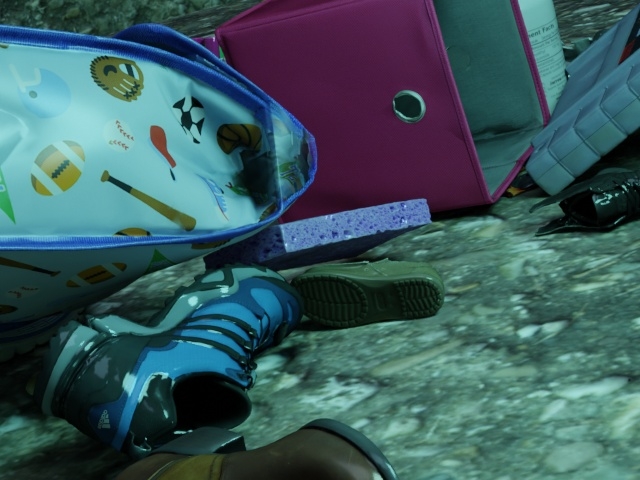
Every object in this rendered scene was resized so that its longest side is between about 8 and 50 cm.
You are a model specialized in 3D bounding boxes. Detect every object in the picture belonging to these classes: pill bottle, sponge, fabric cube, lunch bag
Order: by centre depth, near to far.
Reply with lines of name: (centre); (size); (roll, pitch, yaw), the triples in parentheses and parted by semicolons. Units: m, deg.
lunch bag: (-0.241, -0.051, 1.368); (0.385, 0.239, 0.328); (2, -14, -32)
sponge: (0.000, 0.000, 1.447); (0.210, 0.031, 0.117); (-10, -10, -46)
fabric cube: (0.078, -0.179, 1.686); (0.258, 0.254, 0.259); (-9, 19, 28)
pill bottle: (0.225, -0.249, 1.834); (0.131, 0.229, 0.131); (-13, 17, 4)

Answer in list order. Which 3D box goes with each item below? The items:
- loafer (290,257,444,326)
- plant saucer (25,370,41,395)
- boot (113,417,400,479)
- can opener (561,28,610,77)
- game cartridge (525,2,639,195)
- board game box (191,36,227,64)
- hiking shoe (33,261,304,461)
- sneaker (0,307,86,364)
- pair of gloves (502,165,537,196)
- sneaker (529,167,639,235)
loafer: (0.045, 0.046, 1.382); (0.148, 0.056, 0.050); (2, 21, 17)
plant saucer: (-0.233, 0.131, 1.403); (0.083, 0.015, 0.083); (-14, 18, 5)
boot: (-0.110, 0.209, 0.942); (0.280, 0.096, 0.264); (-30, 24, -38)
can opener: (0.378, -0.226, 1.940); (0.280, 0.074, 0.093); (-2, 56, 40)
game cartridge: (0.351, -0.202, 1.667); (0.230, 0.068, 0.355); (-46, 5, 32)
board game box: (-0.004, -0.265, 2.122); (0.389, 0.050, 0.390); (-1, 7, 2)
hiking shoe: (-0.099, 0.112, 1.261); (0.132, 0.113, 0.304); (36, 32, 23)
sneaker: (-0.357, 0.054, 1.523); (0.129, 0.147, 0.330); (-3, 21, 33)
pair of gloves: (0.213, -0.068, 1.658); (0.074, 0.010, 0.083); (-25, 21, -30)
sneaker: (0.292, -0.039, 1.449); (0.170, 0.051, 0.089); (-3, 21, 45)
